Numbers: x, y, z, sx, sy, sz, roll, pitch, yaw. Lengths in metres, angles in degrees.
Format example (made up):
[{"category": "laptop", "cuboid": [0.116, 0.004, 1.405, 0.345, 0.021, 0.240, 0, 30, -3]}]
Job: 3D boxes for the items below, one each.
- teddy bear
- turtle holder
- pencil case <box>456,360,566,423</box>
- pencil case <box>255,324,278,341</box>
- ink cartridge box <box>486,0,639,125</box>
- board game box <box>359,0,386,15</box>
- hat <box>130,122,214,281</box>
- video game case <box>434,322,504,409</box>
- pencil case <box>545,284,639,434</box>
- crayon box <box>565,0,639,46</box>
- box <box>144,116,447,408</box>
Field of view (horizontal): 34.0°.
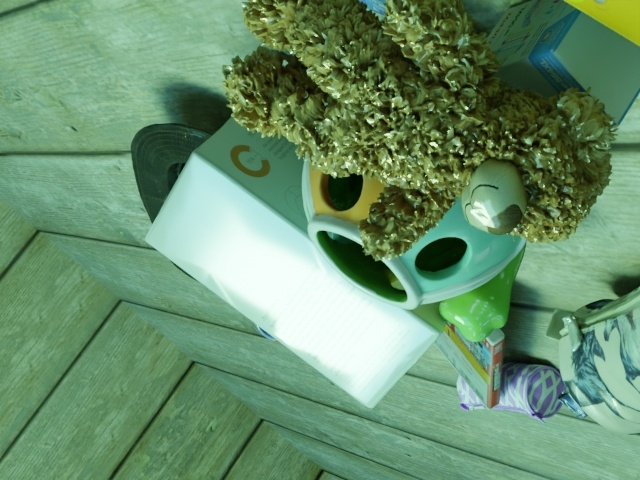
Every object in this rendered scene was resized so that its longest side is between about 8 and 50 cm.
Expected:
[{"category": "teddy bear", "cuboid": [0.064, -0.097, 0.851, 0.338, 0.113, 0.245, 42, 123, 3]}, {"category": "turtle holder", "cuboid": [0.105, -0.045, 1.084, 0.243, 0.227, 0.320, 28, 160, 18]}, {"category": "pencil case", "cuboid": [0.296, 0.236, 1.662, 0.086, 0.088, 0.206, 38, 160, -18]}, {"category": "pencil case", "cuboid": [-0.076, 0.098, 1.794, 0.306, 0.119, 0.133, -161, 49, -79]}, {"category": "ink cartridge box", "cuboid": [0.197, -0.147, 0.890, 0.090, 0.092, 0.143, 42, 159, -20]}, {"category": "board game box", "cuboid": [0.035, -0.261, 0.998, 0.090, 0.020, 0.090, 28, 159, 18]}, {"category": "hat", "cuboid": [-0.133, -0.065, 1.581, 0.331, 0.134, 0.331, 25, 140, 23]}, {"category": "video game case", "cuboid": [0.195, 0.123, 1.538, 0.204, 0.025, 0.285, 52, 170, 26]}, {"category": "pencil case", "cuboid": [0.375, 0.095, 1.077, 0.184, 0.159, 0.410, 19, 161, -1]}, {"category": "crayon box", "cuboid": [0.160, -0.258, 0.699, 0.278, 0.081, 0.165, 33, 161, 5]}, {"category": "box", "cuboid": [0.000, 0.000, 1.289, 0.345, 0.215, 0.168, 37, 129, 1]}]
